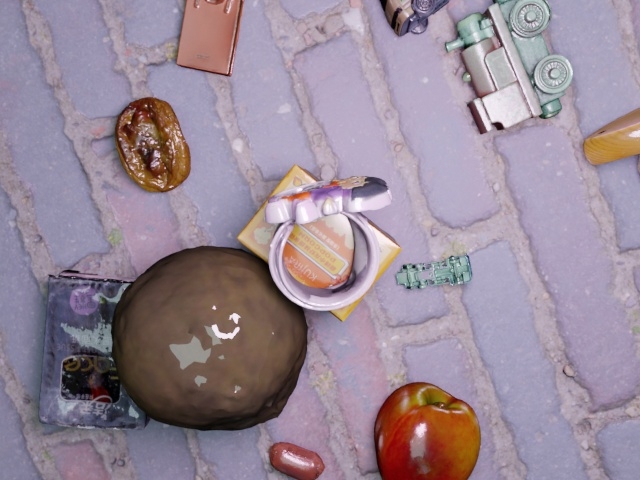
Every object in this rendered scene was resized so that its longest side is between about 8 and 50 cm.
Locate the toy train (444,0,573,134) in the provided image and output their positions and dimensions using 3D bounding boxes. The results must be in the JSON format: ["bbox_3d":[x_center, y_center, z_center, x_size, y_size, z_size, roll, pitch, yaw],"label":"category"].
[{"bbox_3d":[0.416,-0.398,1.358,0.221,0.150,0.304,-23,94,10],"label":"toy train"}]

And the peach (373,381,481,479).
[{"bbox_3d":[0.232,0.485,1.408,0.248,0.245,0.275,18,107,29],"label":"peach"}]

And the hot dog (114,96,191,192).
[{"bbox_3d":[-0.392,-0.228,1.426,0.160,0.099,0.227,-24,90,3],"label":"hot dog"}]

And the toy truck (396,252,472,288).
[{"bbox_3d":[0.271,0.075,1.438,0.175,0.081,0.067,-11,93,22],"label":"toy truck"}]

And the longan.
[{"bbox_3d":[-0.231,0.205,1.290,0.404,0.436,0.404,-3,71,7],"label":"longan"}]

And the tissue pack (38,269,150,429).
[{"bbox_3d":[-0.521,0.261,1.454,0.259,0.122,0.361,6,92,-1],"label":"tissue pack"}]

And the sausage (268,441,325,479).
[{"bbox_3d":[-0.060,0.538,1.477,0.141,0.076,0.076,24,95,0],"label":"sausage"}]

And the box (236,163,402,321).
[{"bbox_3d":[0.000,0.000,1.342,0.283,0.259,0.214,38,97,0],"label":"box"}]

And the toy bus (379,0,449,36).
[{"bbox_3d":[0.256,-0.598,1.350,0.289,0.139,0.157,-38,88,3],"label":"toy bus"}]

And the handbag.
[{"bbox_3d":[-0.256,-0.491,1.419,0.127,0.063,0.190,12,97,2],"label":"handbag"}]

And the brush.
[{"bbox_3d":[0.731,-0.205,1.349,0.266,0.174,0.166,-21,102,12],"label":"brush"}]

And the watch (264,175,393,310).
[{"bbox_3d":[0.024,0.008,1.124,0.244,0.196,0.231,-11,100,0],"label":"watch"}]
